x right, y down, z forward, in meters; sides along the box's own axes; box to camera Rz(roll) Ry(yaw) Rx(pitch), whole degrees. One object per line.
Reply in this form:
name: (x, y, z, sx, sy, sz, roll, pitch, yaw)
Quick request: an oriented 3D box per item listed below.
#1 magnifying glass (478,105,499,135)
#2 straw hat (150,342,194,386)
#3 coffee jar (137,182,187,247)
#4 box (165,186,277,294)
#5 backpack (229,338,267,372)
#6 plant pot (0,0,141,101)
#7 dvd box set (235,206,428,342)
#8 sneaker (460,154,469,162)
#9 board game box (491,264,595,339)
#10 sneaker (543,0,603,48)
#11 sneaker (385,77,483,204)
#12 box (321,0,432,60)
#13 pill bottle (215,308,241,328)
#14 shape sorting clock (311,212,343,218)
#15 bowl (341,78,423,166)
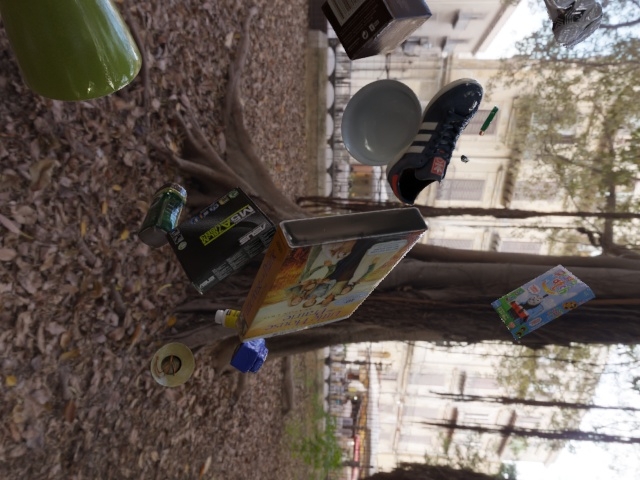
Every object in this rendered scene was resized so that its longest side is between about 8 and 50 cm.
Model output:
magnifying glass: (0.606, -0.423, 1.571, 0.092, 0.026, 0.231, -59, 170, 5)
straw hat: (-0.482, 0.397, 1.375, 0.144, 0.061, 0.144, 20, 59, -39)
coffee jar: (-0.436, -0.075, 1.204, 0.079, 0.096, 0.184, 41, 37, -36)
box: (-0.201, -0.009, 0.872, 0.184, 0.191, 0.045, 45, -14, 46)
backpack: (-0.223, 0.357, 1.374, 0.098, 0.101, 0.120, -51, -172, 12)
plant pot: (-0.574, -0.514, 0.947, 0.293, 0.275, 0.275, 98, -2, -56)
dvd box set: (0.002, 0.088, 0.941, 0.420, 0.307, 0.062, -58, -133, 49)
sneaker: (0.646, -0.373, 1.952, 0.083, 0.031, 0.035, 15, 42, -57)
board game box: (0.575, 0.158, 1.136, 0.039, 0.211, 0.160, 54, 14, -11)
sneaker: (0.743, -0.763, 1.316, 0.366, 0.137, 0.210, 19, 55, -51)
sneaker: (0.296, -0.230, 1.090, 0.148, 0.131, 0.350, -95, -153, -43)
box: (0.149, -0.606, 1.139, 0.203, 0.168, 0.167, -31, 92, -41)
pill bottle: (-0.319, 0.285, 1.566, 0.065, 0.116, 0.065, 8, 90, -85)
shape sorting clock: (0.038, 0.021, 1.153, 0.040, 0.206, 0.206, -57, 151, -55)
bowl: (0.232, -0.399, 1.515, 0.134, 0.298, 0.298, -3, 95, -60)
